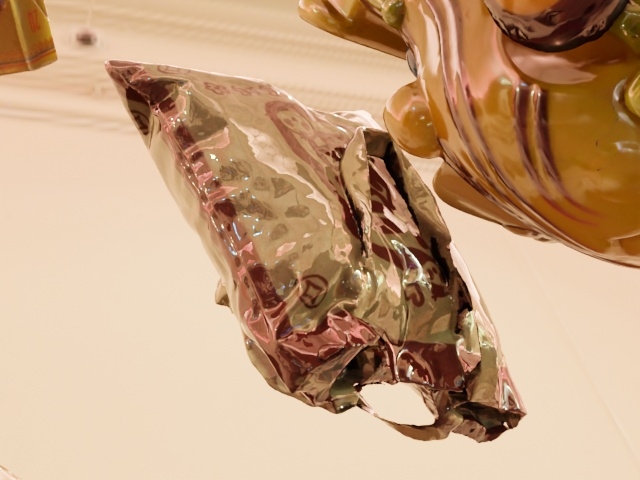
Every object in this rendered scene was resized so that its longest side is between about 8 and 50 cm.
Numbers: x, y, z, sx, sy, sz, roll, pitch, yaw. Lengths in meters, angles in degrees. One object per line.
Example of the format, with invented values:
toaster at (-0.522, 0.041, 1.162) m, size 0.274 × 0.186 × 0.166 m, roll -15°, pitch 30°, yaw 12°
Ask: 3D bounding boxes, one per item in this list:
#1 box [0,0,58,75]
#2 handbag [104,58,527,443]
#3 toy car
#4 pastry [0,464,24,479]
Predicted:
box at (-0.143, -0.127, 0.467) m, size 0.089 × 0.022 × 0.156 m, roll -3°, pitch -74°, yaw 25°
handbag at (0.000, 0.000, 0.794) m, size 0.127 × 0.235 × 0.213 m, roll -42°, pitch -34°, yaw 26°
toy car at (0.095, -0.070, 0.557) m, size 0.200 × 0.248 × 0.142 m, roll 14°, pitch -62°, yaw -41°
pastry at (-0.279, 0.199, 0.885) m, size 0.256 × 0.170 × 0.237 m, roll 6°, pitch -22°, yaw 7°
